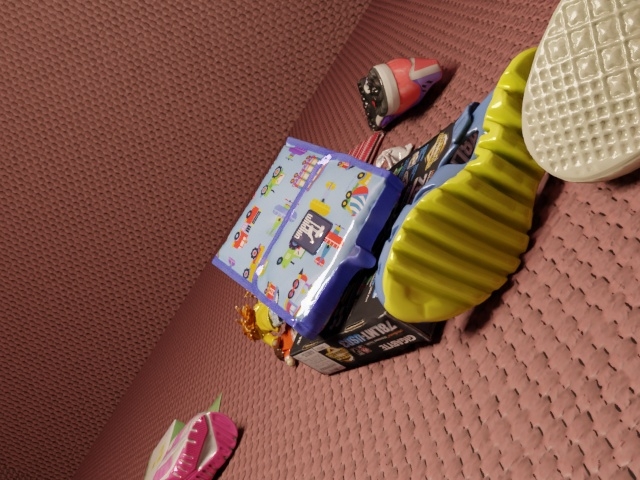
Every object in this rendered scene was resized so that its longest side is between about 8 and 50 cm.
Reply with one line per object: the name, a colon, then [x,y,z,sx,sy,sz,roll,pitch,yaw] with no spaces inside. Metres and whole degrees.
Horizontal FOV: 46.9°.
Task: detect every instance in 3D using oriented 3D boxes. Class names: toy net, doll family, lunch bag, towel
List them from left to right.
doll family: [-0.074,0.082,1.241,0.163,0.118,0.263,-45,32,50]
lunch bag: [0.000,0.000,0.981,0.221,0.138,0.293,-58,25,-2]
towel: [0.027,-0.101,1.516,0.275,0.031,0.199,-28,32,61]
toy net: [0.077,-0.073,1.252,0.232,0.045,0.122,-55,14,18]

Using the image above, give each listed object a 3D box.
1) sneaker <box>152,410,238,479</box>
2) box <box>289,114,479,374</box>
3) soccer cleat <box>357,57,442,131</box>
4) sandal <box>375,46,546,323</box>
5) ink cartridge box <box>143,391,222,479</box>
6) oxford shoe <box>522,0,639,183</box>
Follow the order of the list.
sneaker: [-0.232,0.406,1.279,0.252,0.103,0.111,-55,9,-8]
box: [0.090,0.016,0.973,0.293,0.073,0.295,-34,29,59]
soccer cleat: [0.140,-0.274,1.368,0.116,0.108,0.318,-18,3,-2]
sandal: [0.162,-0.049,0.782,0.317,0.126,0.138,-54,9,-10]
ink cartridge box: [-0.289,0.428,1.501,0.235,0.056,0.171,-56,14,22]
oxford shoe: [0.325,-0.233,0.577,0.130,0.169,0.449,-7,-47,-49]
